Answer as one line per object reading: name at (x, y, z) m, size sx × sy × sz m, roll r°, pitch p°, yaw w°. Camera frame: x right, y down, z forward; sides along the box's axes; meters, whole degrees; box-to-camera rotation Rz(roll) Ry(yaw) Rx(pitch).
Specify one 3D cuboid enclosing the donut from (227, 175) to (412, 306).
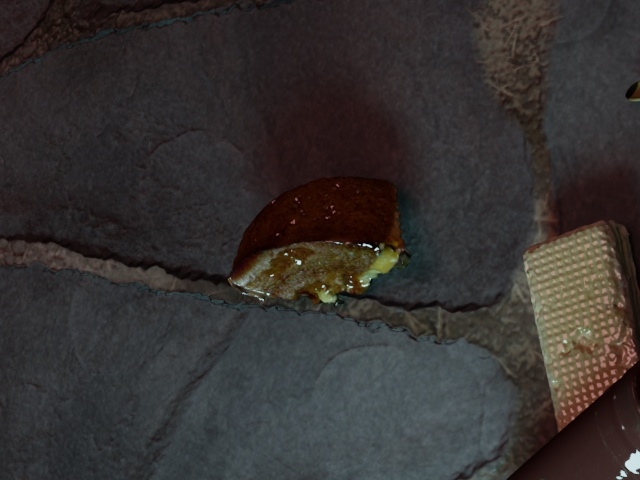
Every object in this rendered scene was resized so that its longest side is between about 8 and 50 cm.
donut at (0.002, -0.006, 1.964) m, size 0.186 × 0.144 × 0.126 m, roll -45°, pitch 31°, yaw 48°

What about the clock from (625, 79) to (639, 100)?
clock at (0.405, -0.136, 1.749) m, size 0.232 × 0.069 × 0.170 m, roll 39°, pitch 102°, yaw 37°

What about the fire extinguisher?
fire extinguisher at (0.245, 0.252, 1.693) m, size 0.337 × 0.114 × 0.135 m, roll -50°, pitch 27°, yaw 42°

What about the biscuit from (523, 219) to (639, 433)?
biscuit at (0.277, 0.102, 1.780) m, size 0.108 × 0.062 × 0.238 m, roll -21°, pitch 67°, yaw 29°
